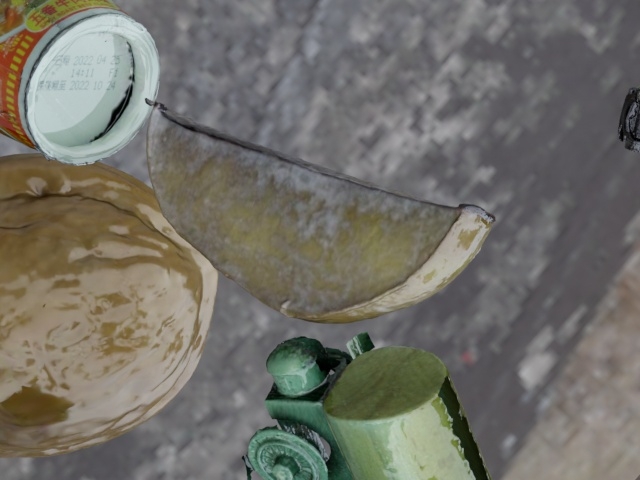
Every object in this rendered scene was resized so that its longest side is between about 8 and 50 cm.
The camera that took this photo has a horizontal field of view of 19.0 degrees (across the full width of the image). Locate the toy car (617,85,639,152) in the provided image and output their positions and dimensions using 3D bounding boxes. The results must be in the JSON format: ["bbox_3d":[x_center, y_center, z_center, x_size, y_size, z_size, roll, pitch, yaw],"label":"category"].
[{"bbox_3d":[0.410,-0.120,2.093,0.062,0.165,0.071,-36,140,-59],"label":"toy car"}]

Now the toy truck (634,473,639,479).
[{"bbox_3d":[0.371,0.315,1.887,0.211,0.204,0.288,-36,-176,30],"label":"toy truck"}]

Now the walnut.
[{"bbox_3d":[-0.260,0.062,1.825,0.333,0.333,0.333,-33,149,-23],"label":"walnut"}]

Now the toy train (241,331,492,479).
[{"bbox_3d":[0.065,0.193,1.490,0.126,0.189,0.307,-66,140,-50],"label":"toy train"}]

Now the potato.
[{"bbox_3d":[-0.003,0.001,1.205,0.120,0.261,0.100,25,86,-55],"label":"potato"}]

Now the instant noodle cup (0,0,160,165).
[{"bbox_3d":[-0.245,-0.157,1.578,0.193,0.212,0.193,-23,128,-33],"label":"instant noodle cup"}]
